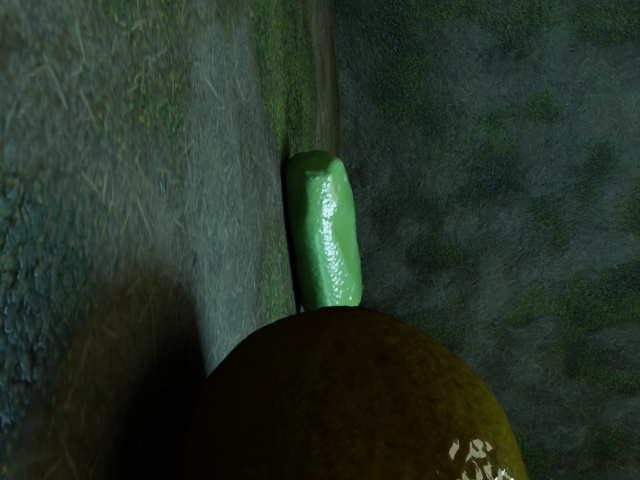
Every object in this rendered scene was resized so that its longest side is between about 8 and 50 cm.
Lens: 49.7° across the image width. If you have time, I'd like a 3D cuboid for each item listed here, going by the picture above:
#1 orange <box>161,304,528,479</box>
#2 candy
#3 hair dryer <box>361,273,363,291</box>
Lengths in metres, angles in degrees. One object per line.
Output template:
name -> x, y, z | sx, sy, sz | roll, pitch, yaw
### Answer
orange -> 0.020, 0.216, 0.608 | 0.357, 0.322, 0.322 | -93, 178, -62
candy -> 0.000, 0.000, 1.357 | 0.142, 0.132, 0.343 | -27, 122, -35
hair dryer -> 0.012, 0.221, 1.632 | 0.303, 0.120, 0.359 | 101, 5, -45
